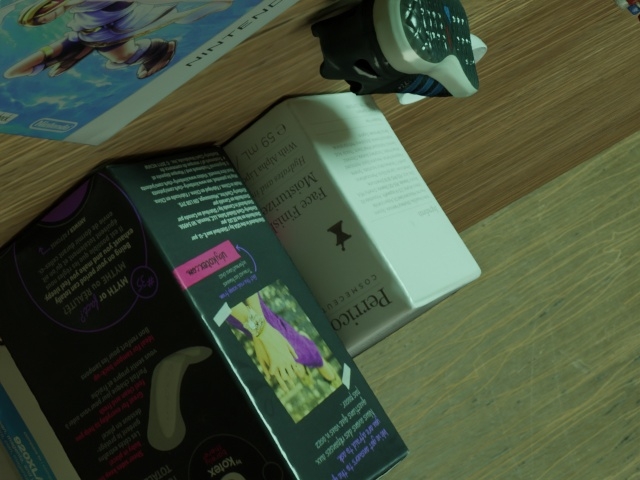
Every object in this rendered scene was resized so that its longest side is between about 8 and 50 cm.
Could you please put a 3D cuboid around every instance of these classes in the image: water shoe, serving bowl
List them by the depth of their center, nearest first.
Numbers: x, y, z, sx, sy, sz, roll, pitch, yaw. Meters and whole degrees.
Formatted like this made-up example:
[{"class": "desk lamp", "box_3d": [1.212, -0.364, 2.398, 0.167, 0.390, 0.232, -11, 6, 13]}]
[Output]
[{"class": "water shoe", "box_3d": [0.053, -0.134, 0.900, 0.080, 0.072, 0.203, -11, 175, 19]}, {"class": "serving bowl", "box_3d": [0.093, -0.144, 1.067, 0.083, 0.027, 0.083, -31, 173, -4]}]

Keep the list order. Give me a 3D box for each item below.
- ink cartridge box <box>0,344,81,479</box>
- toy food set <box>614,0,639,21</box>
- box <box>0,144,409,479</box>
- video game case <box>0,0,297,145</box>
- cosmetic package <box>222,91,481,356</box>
[{"class": "ink cartridge box", "box_3d": [-0.305, 0.206, 1.222, 0.171, 0.168, 0.233, -34, 173, 14]}, {"class": "toy food set", "box_3d": [0.334, -0.211, 1.212, 0.104, 0.111, 0.232, -35, -157, 25]}, {"class": "box", "box_3d": [-0.092, 0.090, 0.931, 0.165, 0.270, 0.143, -35, 171, 29]}, {"class": "video game case", "box_3d": [-0.058, -0.129, 0.462, 0.244, 0.061, 0.269, -34, 172, 14]}, {"class": "cosmetic package", "box_3d": [0.000, 0.000, 1.041, 0.151, 0.183, 0.151, -36, 171, 26]}]
